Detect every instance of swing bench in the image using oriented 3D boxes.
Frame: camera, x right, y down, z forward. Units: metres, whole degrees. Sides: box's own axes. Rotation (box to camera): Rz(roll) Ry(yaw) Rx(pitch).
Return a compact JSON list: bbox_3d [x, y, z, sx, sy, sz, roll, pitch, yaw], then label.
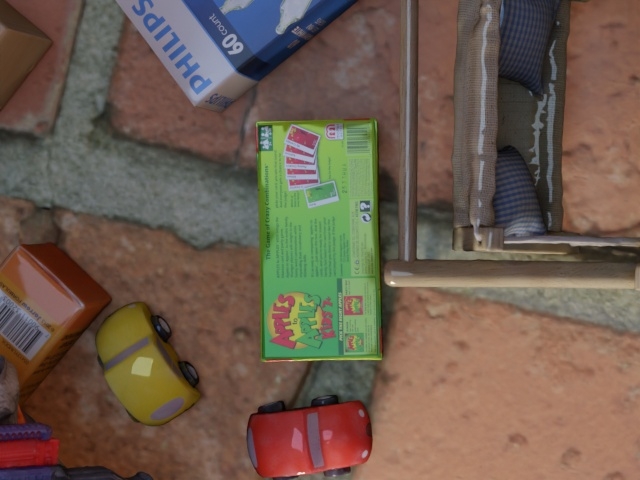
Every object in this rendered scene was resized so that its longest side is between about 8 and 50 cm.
[{"bbox_3d":[0.182,-0.091,1.158,0.254,0.165,0.253,0,89,12],"label":"swing bench"}]

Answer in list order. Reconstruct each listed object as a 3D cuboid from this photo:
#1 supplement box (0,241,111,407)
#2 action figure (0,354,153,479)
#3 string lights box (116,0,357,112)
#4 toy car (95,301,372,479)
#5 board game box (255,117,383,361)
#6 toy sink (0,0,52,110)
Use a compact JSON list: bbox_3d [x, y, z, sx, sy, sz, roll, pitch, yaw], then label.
[{"bbox_3d":[-0.271,0.111,1.298,0.080,0.078,0.233,43,99,6],"label":"supplement box"},{"bbox_3d":[-0.312,0.219,1.185,0.178,0.341,0.330,32,105,47],"label":"action figure"},{"bbox_3d":[-0.025,-0.229,1.247,0.259,0.077,0.133,-38,83,9],"label":"string lights box"},{"bbox_3d":[-0.103,0.187,1.272,0.239,0.053,0.225,24,94,11],"label":"toy car"},{"bbox_3d":[0.000,0.000,1.251,0.092,0.043,0.181,-1,89,4],"label":"board game box"},{"bbox_3d":[-0.356,-0.175,1.292,0.234,0.131,0.153,39,97,5],"label":"toy sink"}]
